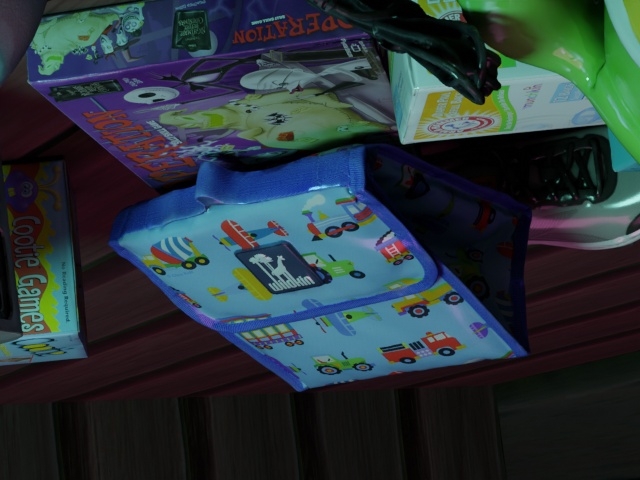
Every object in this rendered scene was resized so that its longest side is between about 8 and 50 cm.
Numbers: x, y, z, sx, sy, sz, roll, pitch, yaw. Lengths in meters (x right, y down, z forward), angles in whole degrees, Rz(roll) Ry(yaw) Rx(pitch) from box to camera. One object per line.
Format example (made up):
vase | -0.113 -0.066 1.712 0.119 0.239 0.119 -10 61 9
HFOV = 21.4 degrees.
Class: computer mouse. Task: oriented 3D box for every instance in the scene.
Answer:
computer mouse | -0.038 -0.158 0.741 0.262 0.060 0.184 28 -172 -29

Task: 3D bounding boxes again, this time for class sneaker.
sneaker | 0.183 -0.041 1.418 0.271 0.100 0.108 -13 162 31

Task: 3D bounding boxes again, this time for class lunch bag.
lunch bag | 0.000 0.000 1.297 0.221 0.138 0.293 -12 153 31

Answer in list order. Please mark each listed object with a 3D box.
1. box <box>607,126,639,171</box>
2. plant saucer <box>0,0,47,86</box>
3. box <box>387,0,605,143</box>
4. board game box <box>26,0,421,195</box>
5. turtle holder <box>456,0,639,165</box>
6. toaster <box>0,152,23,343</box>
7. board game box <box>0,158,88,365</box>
box | 0.256 -0.118 1.044 0.060 0.101 0.244 -2 168 -19
plant saucer | -0.255 -0.053 0.683 0.317 0.044 0.317 -19 172 -3
box | 0.139 -0.125 0.935 0.203 0.103 0.114 -6 169 -3
board game box | -0.048 -0.094 1.146 0.208 0.056 0.347 -4 170 8
turtle holder | 0.225 -0.132 0.735 0.320 0.243 0.227 31 156 11
toaster | -0.281 -0.012 1.121 0.110 0.168 0.185 -12 169 14
board game box | -0.332 0.029 1.356 0.275 0.142 0.144 -5 169 -6
